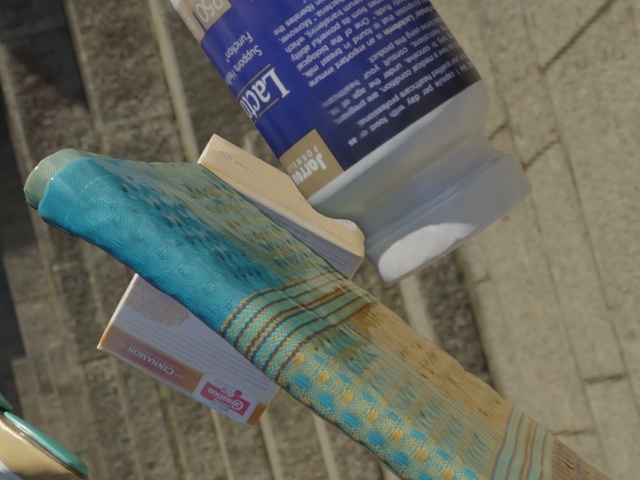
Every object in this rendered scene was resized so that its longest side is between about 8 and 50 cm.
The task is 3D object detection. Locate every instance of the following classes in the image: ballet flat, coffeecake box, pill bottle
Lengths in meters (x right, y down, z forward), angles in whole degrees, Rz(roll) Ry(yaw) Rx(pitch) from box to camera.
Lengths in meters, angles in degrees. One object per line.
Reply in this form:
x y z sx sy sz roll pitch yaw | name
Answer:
-0.306 0.185 1.231 0.232 0.073 0.080 33 173 34 | ballet flat
-0.069 0.035 1.027 0.185 0.142 0.068 -58 8 26 | coffeecake box
0.025 -0.110 0.921 0.265 0.153 0.153 55 172 0 | pill bottle

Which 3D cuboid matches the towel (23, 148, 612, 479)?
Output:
0.021 0.071 0.767 0.370 0.040 0.271 37 -171 10 | towel
